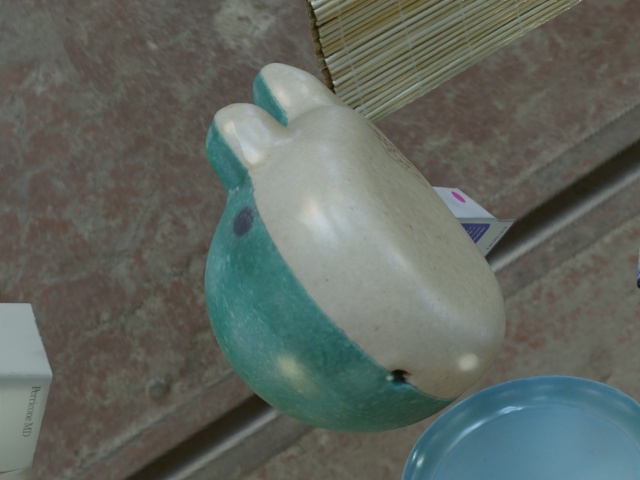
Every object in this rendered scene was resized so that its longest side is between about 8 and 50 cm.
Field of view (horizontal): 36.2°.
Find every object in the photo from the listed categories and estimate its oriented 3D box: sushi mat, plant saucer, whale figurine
[{"bbox_3d":[0.133,-0.237,0.960,0.316,0.019,0.151,-32,128,-15],"label":"sushi mat"},{"bbox_3d":[0.253,0.285,1.175,0.318,0.317,0.043,-27,119,-8],"label":"plant saucer"},{"bbox_3d":[0.000,0.000,0.599,0.141,0.272,0.216,-43,126,18],"label":"whale figurine"}]

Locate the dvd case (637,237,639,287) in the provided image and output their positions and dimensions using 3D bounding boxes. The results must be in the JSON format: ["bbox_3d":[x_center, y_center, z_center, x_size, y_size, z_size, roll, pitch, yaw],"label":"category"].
[{"bbox_3d":[0.427,0.017,1.094,0.180,0.253,0.022,38,131,-12],"label":"dvd case"}]

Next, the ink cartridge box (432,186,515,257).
[{"bbox_3d":[0.071,0.023,1.056,0.176,0.069,0.371,-52,153,22],"label":"ink cartridge box"}]

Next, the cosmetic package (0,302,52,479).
[{"bbox_3d":[-0.406,0.144,0.839,0.309,0.113,0.160,2,121,-29],"label":"cosmetic package"}]
